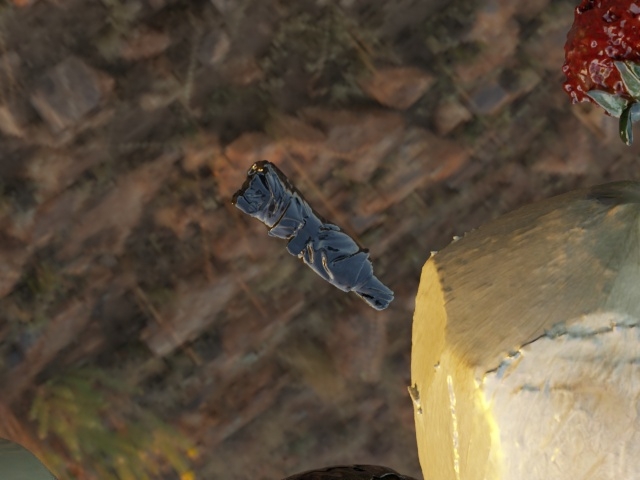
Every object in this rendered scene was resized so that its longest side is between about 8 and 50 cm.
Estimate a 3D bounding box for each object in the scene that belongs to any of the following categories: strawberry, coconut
[{"bbox_3d":[0.315,-0.208,1.224,0.188,0.286,0.106,-1,133,3],"label":"strawberry"},{"bbox_3d":[0.172,0.079,0.807,0.245,0.245,0.247,-24,122,-27],"label":"coconut"}]

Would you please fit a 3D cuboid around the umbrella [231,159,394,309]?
[{"bbox_3d":[0.000,0.000,1.510,0.236,0.059,0.066,39,93,-23],"label":"umbrella"}]

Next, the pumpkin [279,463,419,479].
[{"bbox_3d":[0.032,0.275,0.969,0.238,0.238,0.159,-14,159,-40],"label":"pumpkin"}]

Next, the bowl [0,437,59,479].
[{"bbox_3d":[-0.294,0.265,1.179,0.112,0.211,0.211,-13,145,-54],"label":"bowl"}]
